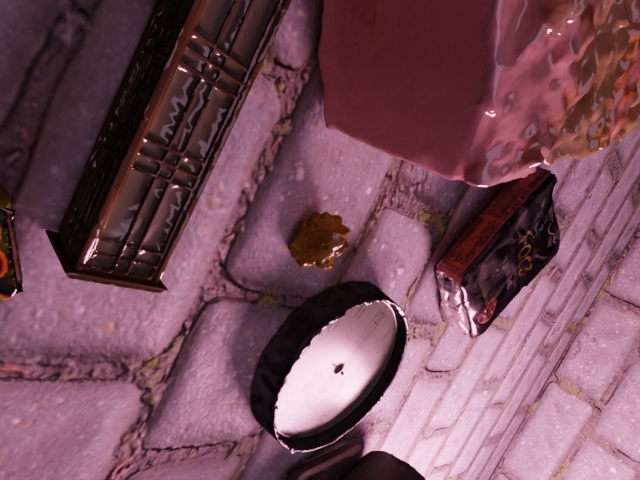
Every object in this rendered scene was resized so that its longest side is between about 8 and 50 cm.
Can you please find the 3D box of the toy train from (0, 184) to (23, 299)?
[{"bbox_3d":[-0.276,-0.083,0.235,0.160,0.100,0.297,-17,123,-44],"label":"toy train"}]

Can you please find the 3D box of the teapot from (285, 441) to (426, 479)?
[{"bbox_3d":[0.056,0.576,0.832,0.343,0.253,0.301,-5,83,-35],"label":"teapot"}]

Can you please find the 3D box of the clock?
[{"bbox_3d":[0.029,0.220,0.713,0.312,0.061,0.313,-21,126,-32],"label":"clock"}]

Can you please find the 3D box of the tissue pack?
[{"bbox_3d":[0.381,0.028,0.879,0.332,0.123,0.245,-44,138,-15],"label":"tissue pack"}]

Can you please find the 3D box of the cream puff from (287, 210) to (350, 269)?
[{"bbox_3d":[0.000,0.000,0.567,0.058,0.083,0.084,-58,148,-70],"label":"cream puff"}]

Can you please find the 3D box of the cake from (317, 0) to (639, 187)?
[{"bbox_3d":[0.176,-0.242,0.422,0.306,0.293,0.315,-23,123,-25],"label":"cake"}]

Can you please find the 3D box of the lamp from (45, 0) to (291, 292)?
[{"bbox_3d":[-0.122,-0.119,0.360,0.089,0.090,0.326,22,99,-47],"label":"lamp"}]
